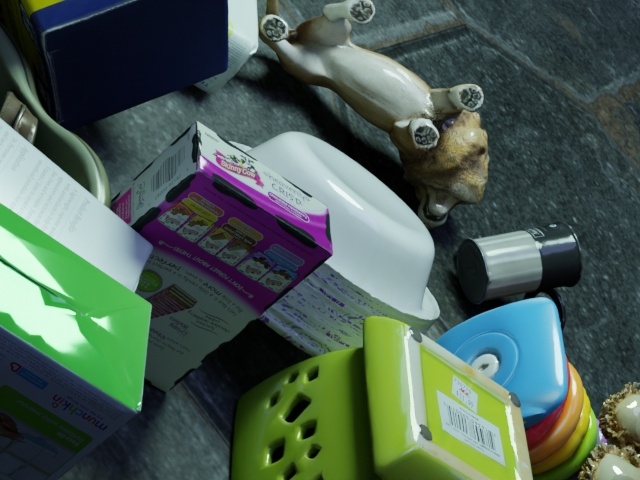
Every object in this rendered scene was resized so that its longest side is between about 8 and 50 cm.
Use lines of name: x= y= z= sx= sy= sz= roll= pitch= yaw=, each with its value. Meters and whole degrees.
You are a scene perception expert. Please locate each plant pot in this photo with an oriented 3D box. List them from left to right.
plant pot: x=0.068 y=0.221 z=1.667 sx=0.228 sy=0.207 sz=0.227 roll=35 pitch=31 yaw=-27

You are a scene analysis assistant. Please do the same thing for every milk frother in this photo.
milk frother: x=0.243 y=0.058 z=2.241 sx=0.134 sy=0.129 sz=0.143 roll=-9 pitch=90 yaw=-20

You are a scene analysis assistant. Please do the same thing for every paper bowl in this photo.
paper bowl: x=0.000 y=0.000 z=1.818 sx=0.284 sy=0.148 sz=0.284 roll=37 pitch=13 yaw=-10

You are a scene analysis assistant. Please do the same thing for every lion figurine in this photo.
lion figurine: x=0.063 y=-0.185 z=2.200 sx=0.392 sy=0.142 sz=0.240 roll=44 pitch=-7 yaw=-2

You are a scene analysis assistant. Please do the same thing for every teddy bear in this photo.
teddy bear: x=0.374 y=0.315 z=2.021 sx=0.338 sy=0.113 sz=0.245 roll=41 pitch=46 yaw=-45

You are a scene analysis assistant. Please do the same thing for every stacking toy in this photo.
stacking toy: x=0.257 y=0.220 z=2.029 sx=0.302 sy=0.175 sz=0.166 roll=45 pitch=31 yaw=-38

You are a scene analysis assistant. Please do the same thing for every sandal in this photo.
sandal: x=-0.292 y=-0.088 z=1.632 sx=0.086 sy=0.120 sz=0.303 roll=13 pitch=35 yaw=-55

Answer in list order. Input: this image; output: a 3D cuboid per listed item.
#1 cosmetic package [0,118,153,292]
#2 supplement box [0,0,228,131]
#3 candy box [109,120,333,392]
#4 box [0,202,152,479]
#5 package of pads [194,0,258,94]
cosmetic package: x=-0.265 y=0.028 z=1.484 sx=0.183 sy=0.151 sz=0.151 roll=41 pitch=30 yaw=-14
supplement box: x=-0.251 y=-0.323 z=1.812 sx=0.194 sy=0.195 sz=0.356 roll=95 pitch=-30 yaw=-63
candy box: x=-0.124 y=0.019 z=1.607 sx=0.159 sy=0.233 sz=0.071 roll=33 pitch=32 yaw=-30
box: x=-0.295 y=0.082 z=1.291 sx=0.262 sy=0.231 sz=0.127 roll=35 pitch=32 yaw=-24
package of pads: x=-0.182 y=-0.326 z=2.090 sx=0.229 sy=0.101 sz=0.296 roll=31 pitch=34 yaw=-28
